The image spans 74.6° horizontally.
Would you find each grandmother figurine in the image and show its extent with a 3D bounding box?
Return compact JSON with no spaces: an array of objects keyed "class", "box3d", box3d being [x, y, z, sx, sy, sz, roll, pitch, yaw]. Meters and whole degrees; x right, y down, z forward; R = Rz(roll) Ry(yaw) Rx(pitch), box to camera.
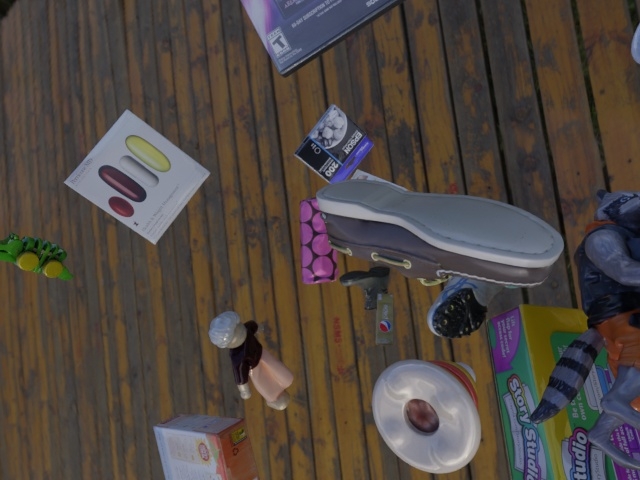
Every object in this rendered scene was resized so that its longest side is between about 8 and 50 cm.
[{"class":"grandmother figurine","box3d":[-0.176,0.297,1.092,0.104,0.342,0.207,-20,41,10]}]

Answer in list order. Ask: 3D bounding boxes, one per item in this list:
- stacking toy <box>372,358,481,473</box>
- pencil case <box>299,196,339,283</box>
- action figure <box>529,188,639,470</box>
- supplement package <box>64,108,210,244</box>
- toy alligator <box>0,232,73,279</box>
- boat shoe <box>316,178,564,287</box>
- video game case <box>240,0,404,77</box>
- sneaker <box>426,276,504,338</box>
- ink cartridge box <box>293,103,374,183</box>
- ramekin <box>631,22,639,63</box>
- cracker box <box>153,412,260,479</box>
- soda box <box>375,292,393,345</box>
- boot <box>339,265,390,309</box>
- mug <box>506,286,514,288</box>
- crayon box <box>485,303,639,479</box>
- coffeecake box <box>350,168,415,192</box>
[{"class":"stacking toy","box3d":[0.430,0.524,1.458,0.351,0.480,0.350,5,99,36]},{"class":"pencil case","box3d":[0.000,0.000,1.014,0.098,0.095,0.209,-1,94,-10]},{"class":"action figure","box3d":[0.354,0.060,0.494,0.179,0.341,0.330,-3,54,41]},{"class":"supplement package","box3d":[-0.384,-0.130,0.909,0.194,0.203,0.149,-56,18,-10]},{"class":"toy alligator","box3d":[-0.463,0.013,0.649,0.056,0.190,0.051,16,77,33]},{"class":"boat shoe","box3d":[0.128,-0.002,0.536,0.324,0.117,0.096,18,127,40]},{"class":"video game case","box3d":[-0.031,-0.377,0.520,0.196,0.026,0.274,-28,93,13]},{"class":"sneaker","box3d":[0.238,0.086,0.697,0.086,0.237,0.085,1,113,46]},{"class":"ink cartridge box","box3d":[0.053,-0.303,1.400,0.206,0.208,0.045,-52,26,6]},{"class":"ramekin","box3d":[0.866,-0.490,0.923,0.135,0.277,0.277,24,104,-9]},{"class":"cracker box","box3d":[-0.212,0.412,0.777,0.232,0.067,0.155,-17,86,41]},{"class":"soda box","box3d":[0.230,0.285,1.514,0.058,0.061,0.181,3,73,5]},{"class":"boot","box3d":[0.182,0.195,1.615,0.083,0.247,0.161,10,104,53]},{"class":"mug","box3d":[0.658,0.087,1.454,0.129,0.097,0.157,-24,84,54]},{"class":"crayon box","box3d":[0.441,0.294,0.632,0.106,0.313,0.362,116,158,-62]},{"class":"coffeecake box","box3d":[0.173,-0.097,1.112,0.185,0.142,0.068,28,78,32]}]
